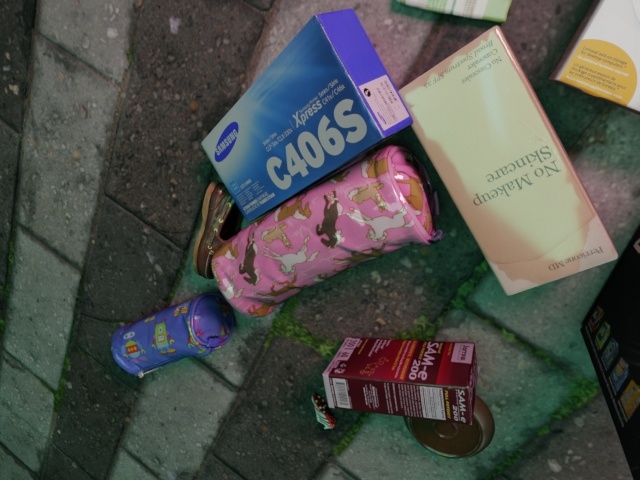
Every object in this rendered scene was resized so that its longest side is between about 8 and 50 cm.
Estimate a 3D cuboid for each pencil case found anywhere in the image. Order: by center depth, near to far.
[{"bbox_3d":[0.000,0.000,0.705,0.386,0.160,0.167,-25,100,28],"label":"pencil case"},{"bbox_3d":[-0.330,0.213,0.950,0.306,0.119,0.133,-23,69,29],"label":"pencil case"}]

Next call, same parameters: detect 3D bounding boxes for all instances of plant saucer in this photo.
[{"bbox_3d":[0.232,0.340,0.802,0.168,0.029,0.168,8,111,22],"label":"plant saucer"}]

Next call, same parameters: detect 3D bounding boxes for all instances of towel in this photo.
[{"bbox_3d":[0.187,-0.360,0.572,0.152,0.023,0.113,20,118,14],"label":"towel"}]

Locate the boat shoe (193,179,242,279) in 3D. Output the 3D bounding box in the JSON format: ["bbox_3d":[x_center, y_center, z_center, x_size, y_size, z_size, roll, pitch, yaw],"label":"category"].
[{"bbox_3d":[-0.194,-0.009,0.837,0.073,0.073,0.207,23,117,17],"label":"boat shoe"}]

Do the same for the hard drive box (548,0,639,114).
[{"bbox_3d":[0.403,-0.257,0.473,0.181,0.089,0.232,27,117,12],"label":"hard drive box"}]

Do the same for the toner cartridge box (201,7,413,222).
[{"bbox_3d":[-0.045,-0.159,0.649,0.348,0.075,0.165,-24,97,50],"label":"toner cartridge box"}]

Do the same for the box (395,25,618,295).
[{"bbox_3d":[0.246,-0.101,0.579,0.148,0.121,0.311,-29,95,31],"label":"box"}]

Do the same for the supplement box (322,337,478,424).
[{"bbox_3d":[0.139,0.233,0.745,0.239,0.130,0.073,-3,107,24],"label":"supplement box"}]

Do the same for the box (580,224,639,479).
[{"bbox_3d":[0.400,0.073,0.418,0.097,0.395,0.318,22,117,14],"label":"box"}]

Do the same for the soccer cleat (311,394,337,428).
[{"bbox_3d":[0.001,0.364,0.914,0.036,0.029,0.083,-31,99,26],"label":"soccer cleat"}]
